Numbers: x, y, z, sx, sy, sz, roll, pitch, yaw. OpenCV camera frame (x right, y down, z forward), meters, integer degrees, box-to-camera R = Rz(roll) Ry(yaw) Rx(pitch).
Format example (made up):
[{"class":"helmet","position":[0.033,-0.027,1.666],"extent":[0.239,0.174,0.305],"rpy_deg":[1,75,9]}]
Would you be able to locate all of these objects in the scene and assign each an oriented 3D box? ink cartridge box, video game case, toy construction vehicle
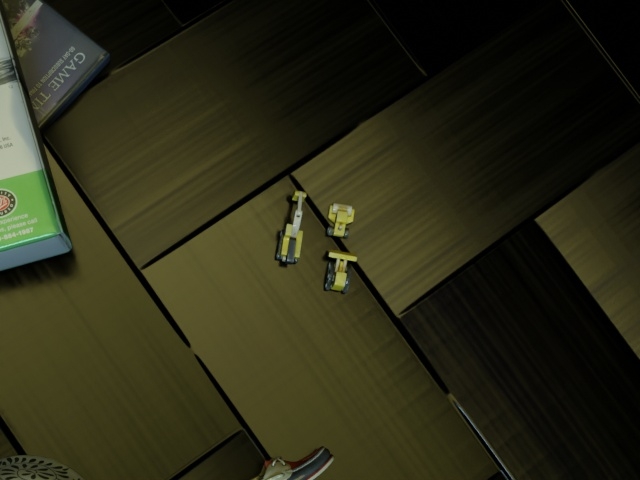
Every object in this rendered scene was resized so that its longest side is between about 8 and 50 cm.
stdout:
[{"class":"ink cartridge box","position":[-0.385,-0.106,1.051],"extent":[0.211,0.121,0.289],"rpy_deg":[-16,84,-8]},{"class":"video game case","position":[-0.394,-0.214,1.147],"extent":[0.274,0.026,0.196],"rpy_deg":[39,76,-1]},{"class":"toy construction vehicle","position":[0.000,0.000,1.159],"extent":[0.085,0.035,0.098],"rpy_deg":[13,77,-6]}]

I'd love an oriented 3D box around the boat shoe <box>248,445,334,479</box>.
[{"class":"boat shoe","position":[-0.050,0.246,1.096],"extent":[0.137,0.049,0.043],"rpy_deg":[-30,82,-9]}]

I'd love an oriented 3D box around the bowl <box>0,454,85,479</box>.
[{"class":"bowl","position":[-0.292,0.292,1.030],"extent":[0.170,0.080,0.170],"rpy_deg":[2,78,-8]}]
